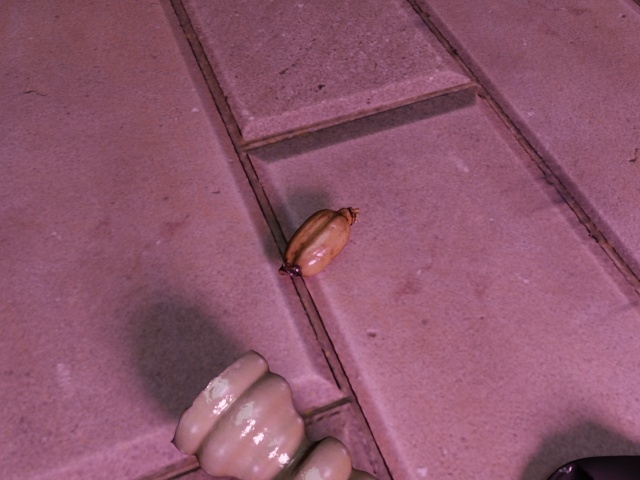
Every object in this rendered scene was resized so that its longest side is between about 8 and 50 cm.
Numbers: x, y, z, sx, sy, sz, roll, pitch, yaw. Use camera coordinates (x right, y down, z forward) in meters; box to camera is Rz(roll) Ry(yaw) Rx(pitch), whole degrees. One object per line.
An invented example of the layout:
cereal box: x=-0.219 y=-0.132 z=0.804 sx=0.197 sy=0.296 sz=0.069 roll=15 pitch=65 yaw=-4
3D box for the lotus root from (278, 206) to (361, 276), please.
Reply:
lotus root: x=0.000 y=0.000 z=0.820 sx=0.152 sy=0.063 sz=0.072 roll=-42 pitch=40 yaw=-18

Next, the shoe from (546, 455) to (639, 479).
shoe: x=0.358 y=0.279 z=0.631 sx=0.240 sy=0.093 sz=0.108 roll=-2 pitch=58 yaw=-6

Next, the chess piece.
chess piece: x=-0.027 y=0.244 z=0.631 sx=0.243 sy=0.133 sz=0.133 roll=38 pitch=63 yaw=13
